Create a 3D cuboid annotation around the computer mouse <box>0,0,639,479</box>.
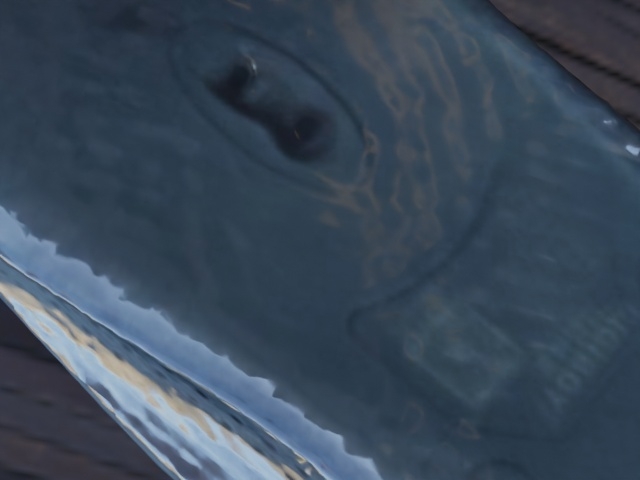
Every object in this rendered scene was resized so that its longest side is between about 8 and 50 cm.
[{"bbox_3d":[0.000,0.000,0.636,0.371,0.188,0.122,39,151,14],"label":"computer mouse"}]
